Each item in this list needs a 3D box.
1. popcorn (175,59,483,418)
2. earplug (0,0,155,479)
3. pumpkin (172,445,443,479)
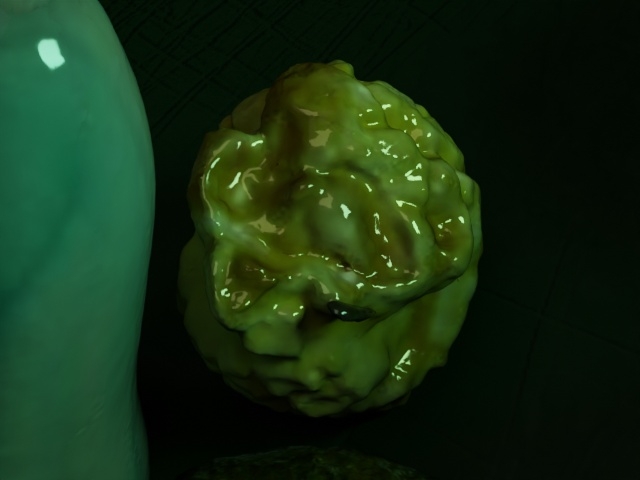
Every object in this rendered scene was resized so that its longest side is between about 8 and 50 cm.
[{"bbox_3d":[0.000,0.000,0.911,0.180,0.180,0.170,-45,21,-14],"label":"popcorn"},{"bbox_3d":[-0.152,0.009,0.823,0.185,0.324,0.185,6,49,-7],"label":"earplug"},{"bbox_3d":[-0.008,0.199,0.770,0.238,0.159,0.238,0,69,0],"label":"pumpkin"}]
